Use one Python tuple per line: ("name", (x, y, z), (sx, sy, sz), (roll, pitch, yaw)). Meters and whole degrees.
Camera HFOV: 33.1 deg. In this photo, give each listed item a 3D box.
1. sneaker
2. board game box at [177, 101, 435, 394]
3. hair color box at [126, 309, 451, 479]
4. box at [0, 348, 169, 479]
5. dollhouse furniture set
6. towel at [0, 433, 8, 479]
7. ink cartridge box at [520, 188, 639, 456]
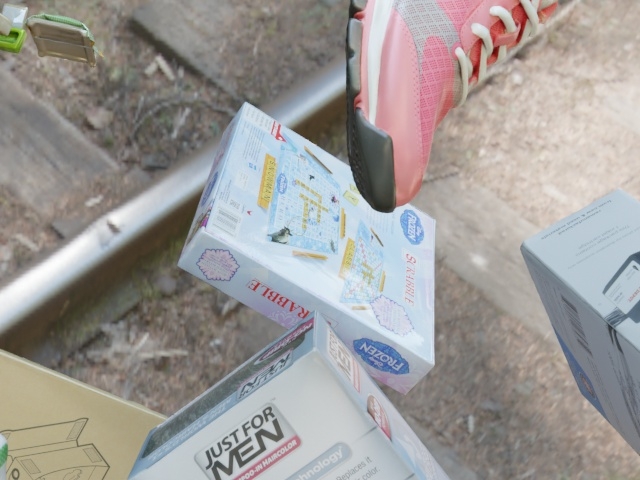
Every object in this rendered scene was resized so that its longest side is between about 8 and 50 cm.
("sneaker", (0.096, -0.160, 0.678), (0.136, 0.116, 0.314), (10, 67, 7))
("board game box", (0.000, 0.000, 1.350), (0.318, 0.066, 0.319), (31, 32, -13))
("hair color box", (0.036, 0.265, 0.878), (0.185, 0.113, 0.374), (-36, 99, 8))
("box", (-0.261, 0.210, 1.028), (0.201, 0.021, 0.164), (29, 90, -32))
("dollhouse furniture set", (-0.274, -0.213, 0.999), (0.151, 0.076, 0.059), (11, 75, -2))
("towel", (-0.178, 0.267, 0.446), (0.038, 0.325, 0.248), (1, 11, 1))
("ink cartridge box", (0.339, 0.119, 1.009), (0.129, 0.223, 0.307), (-29, 29, -3))
